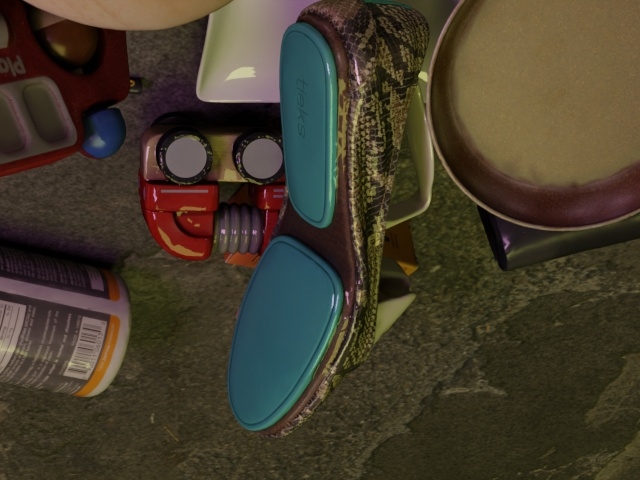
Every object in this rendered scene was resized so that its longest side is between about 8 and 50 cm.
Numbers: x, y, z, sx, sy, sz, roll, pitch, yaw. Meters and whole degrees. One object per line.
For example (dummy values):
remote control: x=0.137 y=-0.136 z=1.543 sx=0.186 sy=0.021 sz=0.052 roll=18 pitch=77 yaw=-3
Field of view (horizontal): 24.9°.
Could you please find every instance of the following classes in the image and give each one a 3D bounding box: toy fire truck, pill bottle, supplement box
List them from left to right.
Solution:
toy fire truck: x=-0.264 y=-0.176 z=1.199 sx=0.169 sy=0.254 sz=0.302 roll=-20 pitch=-179 yaw=30
pill bottle: x=-0.378 y=0.088 z=1.718 sx=0.278 sy=0.162 sz=0.162 roll=14 pitch=141 yaw=-30
toy fire truck: x=-0.090 y=-0.011 z=1.576 sx=0.217 sy=0.158 sz=0.246 roll=0 pitch=104 yaw=-13
supplement box: x=0.000 y=0.000 z=1.744 sx=0.233 sy=0.078 sz=0.080 roll=11 pitch=143 yaw=-26

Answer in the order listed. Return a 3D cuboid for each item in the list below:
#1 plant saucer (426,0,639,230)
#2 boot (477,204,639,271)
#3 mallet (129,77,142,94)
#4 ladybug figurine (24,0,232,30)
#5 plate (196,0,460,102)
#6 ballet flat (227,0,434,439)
plant saucer: x=0.251 y=-0.158 z=1.413 sx=0.311 sy=0.050 sz=0.310 roll=-4 pitch=116 yaw=-8
boot: x=0.398 y=-0.043 z=1.531 sx=0.445 sy=0.367 sz=0.146 roll=-6 pitch=120 yaw=-3
mallet: x=-0.278 y=-0.165 z=1.475 sx=0.190 sy=0.062 sz=0.039 roll=-9 pitch=152 yaw=-27
ladybug figurine: x=-0.169 y=-0.342 z=1.014 sx=0.305 sy=0.162 sz=0.449 roll=-34 pitch=141 yaw=-4
plate: x=0.025 y=-0.236 z=1.417 sx=0.277 sy=0.045 sz=0.278 roll=-1 pitch=146 yaw=-12
ballet flat: x=0.030 y=-0.013 z=1.458 sx=0.182 sy=0.164 sz=0.483 roll=-10 pitch=123 yaw=-33
